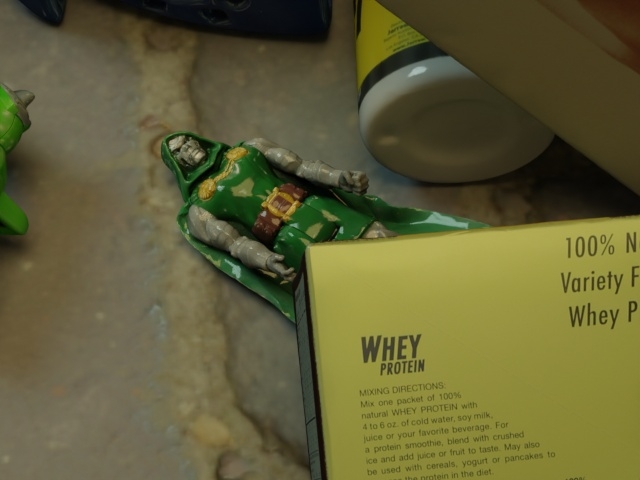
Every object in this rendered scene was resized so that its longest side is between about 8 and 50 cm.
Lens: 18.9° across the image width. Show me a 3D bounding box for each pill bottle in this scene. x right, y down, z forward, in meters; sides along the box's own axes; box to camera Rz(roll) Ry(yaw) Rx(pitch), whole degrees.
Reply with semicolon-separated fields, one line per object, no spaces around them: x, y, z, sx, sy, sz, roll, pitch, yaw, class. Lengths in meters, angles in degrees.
0.077;-0.150;1.165;0.119;0.119;0.208;-1;59;-2;pill bottle

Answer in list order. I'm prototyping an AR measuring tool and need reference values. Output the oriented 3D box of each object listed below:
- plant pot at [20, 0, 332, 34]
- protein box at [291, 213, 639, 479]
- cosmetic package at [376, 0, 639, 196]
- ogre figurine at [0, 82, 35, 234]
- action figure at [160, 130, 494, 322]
-0.105;-0.274;1.178;0.212;0.236;0.236;-3;60;6;plant pot
0.095;0.100;0.971;0.199;0.136;0.201;-5;82;-4;protein box
0.170;-0.143;1.060;0.129;0.296;0.153;-25;48;37;cosmetic package
-0.235;-0.033;1.110;0.118;0.097;0.197;4;42;22;ogre figurine
0.000;0.000;1.112;0.232;0.063;0.137;30;66;19;action figure
